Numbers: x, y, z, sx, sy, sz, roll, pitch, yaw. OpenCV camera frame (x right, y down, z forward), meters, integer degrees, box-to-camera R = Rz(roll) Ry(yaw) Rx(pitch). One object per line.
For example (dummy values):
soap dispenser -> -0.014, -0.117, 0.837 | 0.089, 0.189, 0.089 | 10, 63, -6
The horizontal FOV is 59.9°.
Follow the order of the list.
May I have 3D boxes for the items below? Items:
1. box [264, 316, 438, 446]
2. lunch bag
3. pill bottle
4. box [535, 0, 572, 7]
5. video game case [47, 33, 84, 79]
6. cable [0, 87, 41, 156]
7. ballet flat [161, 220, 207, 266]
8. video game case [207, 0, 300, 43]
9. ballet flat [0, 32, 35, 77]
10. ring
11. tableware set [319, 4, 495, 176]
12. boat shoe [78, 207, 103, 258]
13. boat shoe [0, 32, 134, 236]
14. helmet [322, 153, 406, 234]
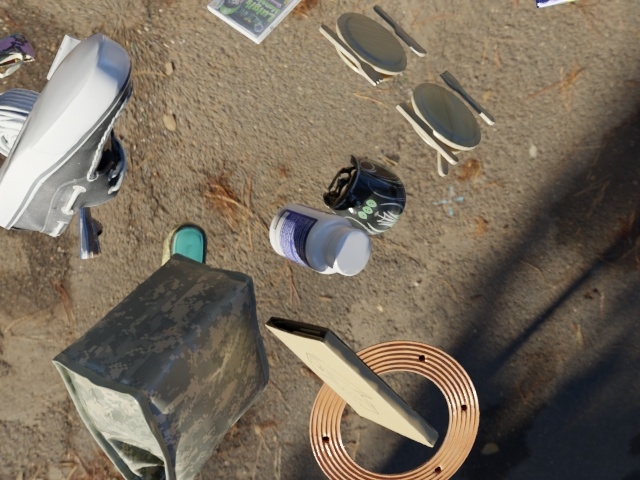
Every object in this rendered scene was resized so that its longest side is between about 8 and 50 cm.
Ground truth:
box -> 0.033, 0.171, 0.692 | 0.201, 0.164, 0.021 | 46, 69, -19
lunch bag -> -0.195, 0.203, 0.781 | 0.235, 0.168, 0.287 | -50, 144, -44
pill bottle -> 0.000, 0.000, 1.030 | 0.112, 0.186, 0.112 | -13, 111, -36
box -> 0.317, -0.321, 0.588 | 0.043, 0.179, 0.105 | -45, 125, -41
video game case -> -0.720, -0.528, 1.662 | 0.143, 0.019, 0.157 | -56, 159, 17
cable -> -0.533, -0.195, 1.117 | 0.257, 0.257, 0.089 | 54, 48, -58
ballet flat -> -0.326, 0.125, 1.304 | 0.123, 0.123, 0.349 | 4, 96, -21
video game case -> -0.163, -0.601, 1.393 | 0.173, 0.190, 0.022 | -48, 159, -6
ballet flat -> -0.754, -0.400, 1.254 | 0.221, 0.077, 0.079 | -36, 94, -32
ring -> 0.144, 0.350, 1.080 | 0.336, 0.032, 0.337 | -1, 100, -8
tableware set -> 0.086, -0.159, 0.581 | 0.194, 0.128, 0.039 | 46, 135, 3
boat shoe -> -0.699, -0.031, 1.691 | 0.066, 0.066, 0.183 | 0, 71, -29
boat shoe -> -0.241, -0.081, 0.550 | 0.102, 0.108, 0.301 | 25, 139, -34
helmet -> 0.105, -0.092, 1.196 | 0.161, 0.169, 0.169 | 26, 101, -26
